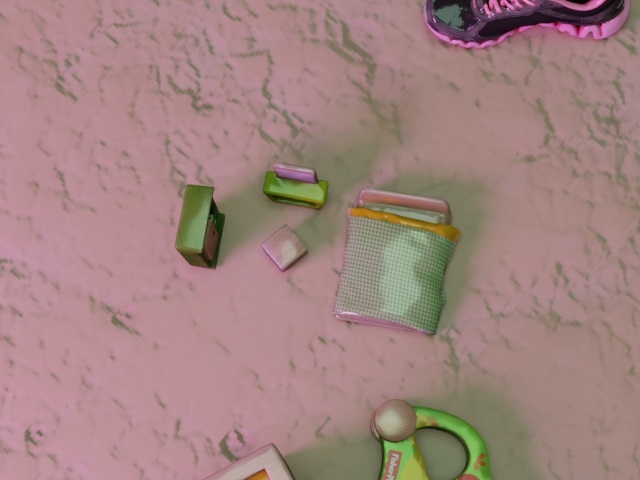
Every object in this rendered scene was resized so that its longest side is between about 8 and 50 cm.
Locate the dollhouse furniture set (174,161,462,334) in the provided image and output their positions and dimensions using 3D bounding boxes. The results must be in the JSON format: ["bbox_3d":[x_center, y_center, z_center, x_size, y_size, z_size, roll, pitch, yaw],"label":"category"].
[{"bbox_3d":[0.000,0.000,1.101,0.152,0.058,0.076,10,79,5],"label":"dollhouse furniture set"}]

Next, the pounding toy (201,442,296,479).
[{"bbox_3d":[-0.030,0.190,1.039,0.130,0.100,0.141,-28,78,-3],"label":"pounding toy"}]

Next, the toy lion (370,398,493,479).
[{"bbox_3d":[0.066,0.145,1.082,0.096,0.034,0.100,14,78,-1],"label":"toy lion"}]

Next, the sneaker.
[{"bbox_3d":[0.118,-0.139,1.127,0.119,0.057,0.047,-5,79,3],"label":"sneaker"}]
